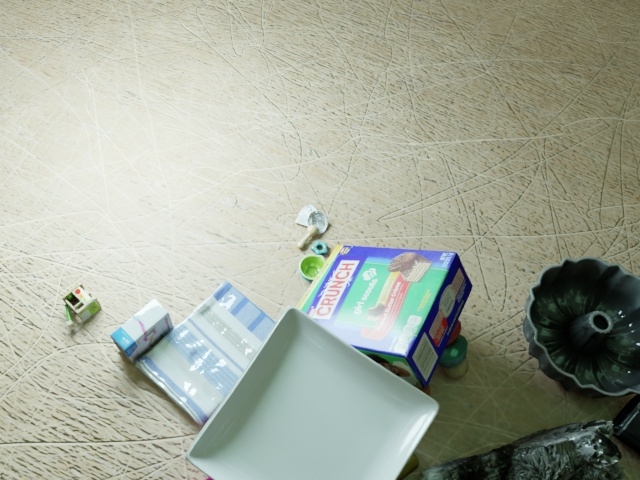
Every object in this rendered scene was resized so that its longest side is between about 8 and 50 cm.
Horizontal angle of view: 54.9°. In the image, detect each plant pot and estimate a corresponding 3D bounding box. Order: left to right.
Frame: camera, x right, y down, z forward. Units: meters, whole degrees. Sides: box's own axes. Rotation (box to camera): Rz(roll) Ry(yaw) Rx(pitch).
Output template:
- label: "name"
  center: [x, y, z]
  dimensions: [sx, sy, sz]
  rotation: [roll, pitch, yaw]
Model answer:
- label: "plant pot"
  center: [0.152, 0.442, 1.253]
  dimensions: [0.081, 0.083, 0.081]
  rotation: [-30, 66, -20]

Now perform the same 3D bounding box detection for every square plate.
- label: "square plate"
  center: [-0.012, 0.355, 1.147]
  dimensions: [0.347, 0.049, 0.344]
  rotation: [33, 77, 10]

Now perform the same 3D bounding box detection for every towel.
- label: "towel"
  center: [-0.238, 0.241, 1.369]
  dimensions: [0.209, 0.034, 0.285]
  rotation: [39, 65, 16]

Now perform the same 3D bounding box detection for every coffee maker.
- label: "coffee maker"
  center: [0.700, 0.430, 1.279]
  dimensions: [0.178, 0.120, 0.171]
  rotation: [38, 65, 17]

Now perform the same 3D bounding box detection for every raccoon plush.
- label: "raccoon plush"
  center: [0.453, 0.542, 1.210]
  dimensions: [0.446, 0.216, 0.299]
  rotation: [-21, 76, 19]

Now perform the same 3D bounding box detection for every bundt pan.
- label: "bundt pan"
  center: [0.611, 0.207, 1.398]
  dimensions: [0.330, 0.124, 0.331]
  rotation: [1, 60, -2]

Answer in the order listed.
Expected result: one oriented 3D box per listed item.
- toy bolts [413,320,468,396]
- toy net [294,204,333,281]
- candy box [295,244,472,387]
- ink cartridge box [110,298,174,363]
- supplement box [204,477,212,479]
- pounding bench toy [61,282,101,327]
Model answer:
- label: "toy bolts"
  center: [0.213, 0.267, 1.359]
  dimensions: [0.228, 0.159, 0.218]
  rotation: [-30, 26, -9]
- label: "toy net"
  center: [0.000, 0.000, 1.516]
  dimensions: [0.122, 0.045, 0.232]
  rotation: [-3, 60, -6]
- label: "candy box"
  center: [0.118, 0.144, 1.305]
  dimensions: [0.317, 0.122, 0.268]
  rotation: [2, 47, 40]
- label: "ink cartridge box"
  center: [-0.387, 0.198, 1.349]
  dimensions: [0.052, 0.089, 0.122]
  rotation: [38, 65, 17]
- label: "supplement box"
  center: [-0.152, 0.486, 1.189]
  dimensions: [0.220, 0.111, 0.114]
  rotation: [-33, 68, -21]
- label: "pounding bench toy"
  center: [-0.552, 0.147, 1.388]
  dimensions: [0.065, 0.052, 0.083]
  rotation: [38, 65, 17]
